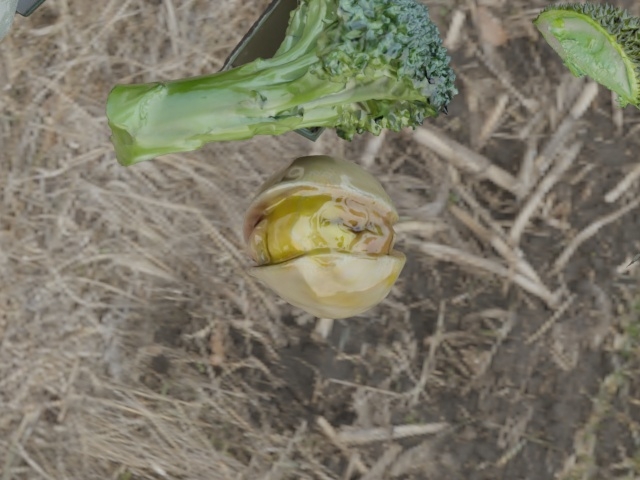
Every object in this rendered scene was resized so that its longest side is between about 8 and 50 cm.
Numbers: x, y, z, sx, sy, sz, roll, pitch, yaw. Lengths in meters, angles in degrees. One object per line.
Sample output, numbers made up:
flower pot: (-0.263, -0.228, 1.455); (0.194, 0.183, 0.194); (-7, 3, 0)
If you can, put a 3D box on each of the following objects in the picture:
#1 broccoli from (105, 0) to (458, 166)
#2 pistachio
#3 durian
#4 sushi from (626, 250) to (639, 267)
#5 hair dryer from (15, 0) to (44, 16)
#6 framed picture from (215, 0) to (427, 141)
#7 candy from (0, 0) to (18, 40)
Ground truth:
broccoli: (-0.038, -0.193, 1.481); (0.353, 0.397, 0.274); (23, 43, -60)
pistachio: (0.000, 0.000, 1.668); (0.309, 0.230, 0.229); (23, 76, -74)
durian: (0.368, -0.243, 1.549); (0.215, 0.100, 0.086); (44, 43, 18)
sushi: (0.516, -0.117, 1.582); (0.059, 0.294, 0.292); (43, 63, 3)
hair dryer: (-0.296, -0.386, 1.504); (0.302, 0.244, 0.116); (-44, 92, 10)
framed picture: (-0.004, -0.270, 1.690); (0.192, 0.018, 0.265); (25, 122, -30)
candy: (-0.405, -0.261, 1.077); (0.296, 0.185, 0.295); (-6, 111, -17)
